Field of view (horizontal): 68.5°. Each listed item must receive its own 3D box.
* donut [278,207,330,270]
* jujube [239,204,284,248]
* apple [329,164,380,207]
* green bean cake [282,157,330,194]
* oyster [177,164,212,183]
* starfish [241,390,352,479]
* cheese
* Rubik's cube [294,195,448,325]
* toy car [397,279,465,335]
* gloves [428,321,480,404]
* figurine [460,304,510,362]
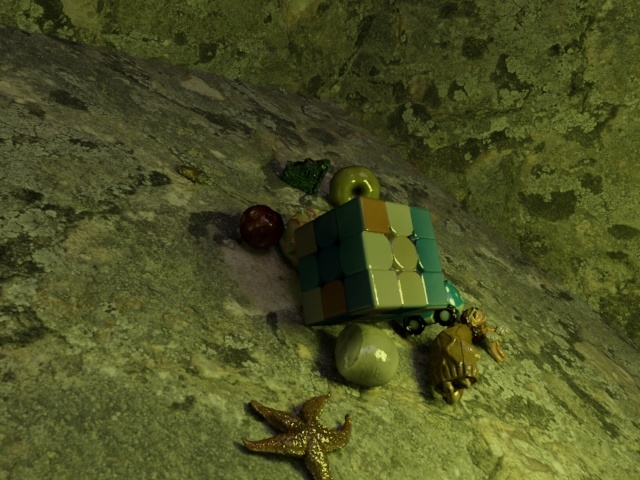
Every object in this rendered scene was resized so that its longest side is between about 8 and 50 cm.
[{"bbox_3d":[0.000,-0.006,1.855,0.307,0.150,0.371,37,34,24],"label":"donut"},{"bbox_3d":[-0.219,-0.064,1.768,0.168,0.168,0.236,24,22,-11],"label":"jujube"},{"bbox_3d":[0.175,-0.262,2.377,0.262,0.262,0.262,23,28,-13],"label":"apple"},{"bbox_3d":[-0.076,-0.347,2.341,0.208,0.193,0.107,25,33,-6],"label":"green bean cake"},{"bbox_3d":[-0.529,-0.276,1.957,0.121,0.045,0.146,-5,41,-27],"label":"oyster"},{"bbox_3d":[-0.043,0.464,1.149,0.302,0.060,0.299,20,31,-17],"label":"starfish"},{"bbox_3d":[0.144,0.346,1.426,0.189,0.154,0.198,31,26,-10],"label":"cheese"},{"bbox_3d":[0.158,0.086,1.543,0.346,0.346,0.344,4,70,-37],"label":"Rubik's cube"},{"bbox_3d":[0.398,0.231,1.744,0.188,0.255,0.190,-10,78,-66],"label":"toy car"},{"bbox_3d":[0.445,0.409,1.594,0.155,0.203,0.356,10,20,11],"label":"gloves"},{"bbox_3d":[0.676,0.378,1.924,0.174,0.116,0.240,-13,55,-50],"label":"figurine"}]
